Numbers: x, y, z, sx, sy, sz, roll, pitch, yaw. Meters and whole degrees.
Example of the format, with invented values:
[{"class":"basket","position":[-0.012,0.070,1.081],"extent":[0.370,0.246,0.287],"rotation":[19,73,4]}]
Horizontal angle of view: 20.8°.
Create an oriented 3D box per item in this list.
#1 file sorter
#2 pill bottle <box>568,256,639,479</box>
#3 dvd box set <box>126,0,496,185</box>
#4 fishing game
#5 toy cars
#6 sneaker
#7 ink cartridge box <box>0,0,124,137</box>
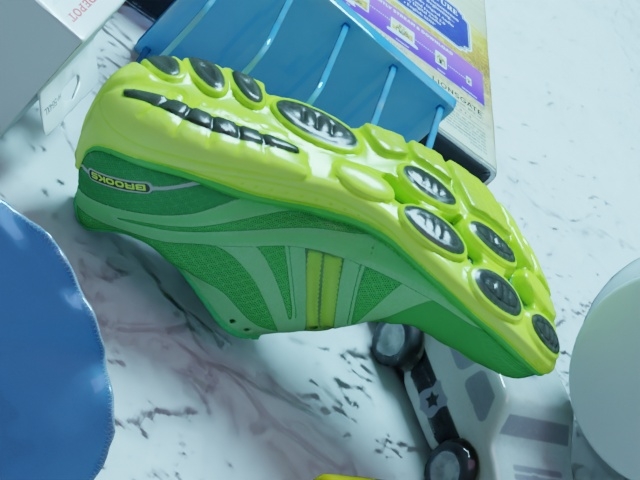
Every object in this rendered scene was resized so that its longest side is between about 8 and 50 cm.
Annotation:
[{"class":"file sorter","position":[-0.026,-0.078,1.053],"extent":[0.170,0.118,0.104],"rotation":[39,35,-14]},{"class":"pill bottle","position":[0.254,0.080,1.127],"extent":[0.162,0.162,0.278],"rotation":[54,18,12]},{"class":"dvd box set","position":[-0.004,-0.237,1.321],"extent":[0.308,0.062,0.420],"rotation":[33,33,-23]},{"class":"fishing game","position":[-0.172,0.063,0.656],"extent":[0.264,0.189,0.041],"rotation":[56,-7,-6]},{"class":"toy cars","position":[0.084,0.139,0.963],"extent":[0.176,0.087,0.393],"rotation":[42,30,-10]},{"class":"sneaker","position":[0.000,0.000,0.972],"extent":[0.296,0.123,0.109],"rotation":[26,37,-12]},{"class":"ink cartridge box","position":[-0.176,-0.131,0.945],"extent":[0.143,0.090,0.092],"rotation":[42,30,-9]}]
